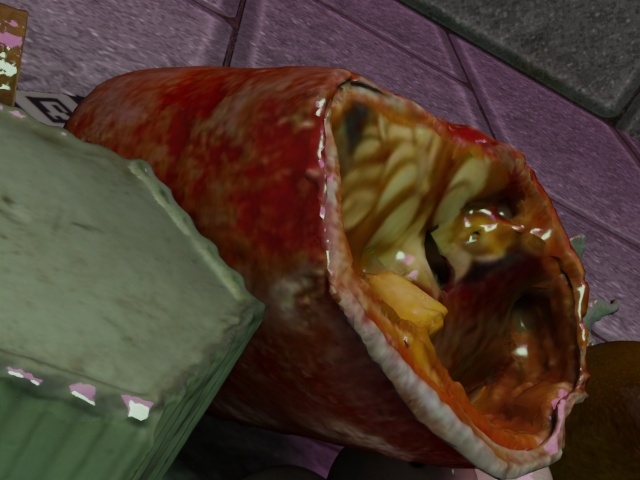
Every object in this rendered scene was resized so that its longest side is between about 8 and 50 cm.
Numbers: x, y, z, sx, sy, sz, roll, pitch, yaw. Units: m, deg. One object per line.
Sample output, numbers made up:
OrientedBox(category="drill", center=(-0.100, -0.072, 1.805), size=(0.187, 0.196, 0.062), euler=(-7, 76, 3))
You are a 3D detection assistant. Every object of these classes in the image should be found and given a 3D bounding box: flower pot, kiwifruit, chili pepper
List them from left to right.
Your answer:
OrientedBox(category="flower pot", center=(-0.167, 0.061, 0.498), size=(0.209, 0.190, 0.239), euler=(35, 21, 6))
OrientedBox(category="chili pepper", center=(0.000, 0.000, 0.651), size=(0.229, 0.305, 0.251), euler=(-44, 117, -32))
OrientedBox(category="kiwifruit", center=(0.234, 0.177, 0.799), size=(0.234, 0.196, 0.196), euler=(40, 22, 16))

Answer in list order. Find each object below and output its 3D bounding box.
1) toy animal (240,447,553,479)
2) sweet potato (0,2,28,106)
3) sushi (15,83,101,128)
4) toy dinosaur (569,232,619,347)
OrientedBox(category="toy animal", center=(0.049, 0.157, 0.692), size=(0.212, 0.124, 0.124), euler=(20, 24, -38))
OrientedBox(category="sweet potato", center=(-0.384, -0.194, 0.865), size=(0.336, 0.131, 0.131), euler=(27, 21, -16))
OrientedBox(category="sushi", center=(-0.099, -0.096, 1.071), size=(0.296, 0.100, 0.373), euler=(42, 23, 24))
OrientedBox(category="toy dinosaur", center=(0.248, 0.036, 1.284), size=(0.205, 0.092, 0.393), euler=(-8, 52, -51))
